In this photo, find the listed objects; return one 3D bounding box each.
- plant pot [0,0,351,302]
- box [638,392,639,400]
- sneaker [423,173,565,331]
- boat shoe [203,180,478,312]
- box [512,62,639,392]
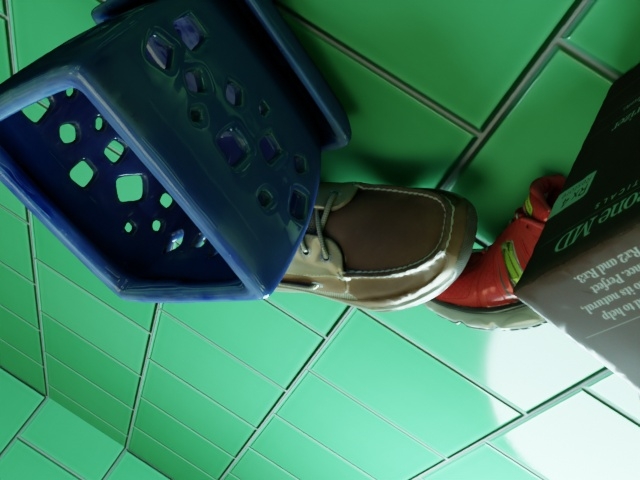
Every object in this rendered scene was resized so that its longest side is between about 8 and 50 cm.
[{"bbox_3d":[-0.127,-0.099,0.723,0.236,0.212,0.236,-4,133,46],"label":"plant pot"},{"bbox_3d":[0.386,0.149,0.756,0.184,0.045,0.190,5,138,35],"label":"box"},{"bbox_3d":[0.190,0.003,0.708,0.279,0.107,0.118,-8,110,47],"label":"sneaker"},{"bbox_3d":[0.000,0.000,0.799,0.116,0.123,0.324,20,162,-40],"label":"boat shoe"},{"bbox_3d":[0.254,-0.020,0.484,0.167,0.203,0.168,38,149,-6],"label":"box"}]
